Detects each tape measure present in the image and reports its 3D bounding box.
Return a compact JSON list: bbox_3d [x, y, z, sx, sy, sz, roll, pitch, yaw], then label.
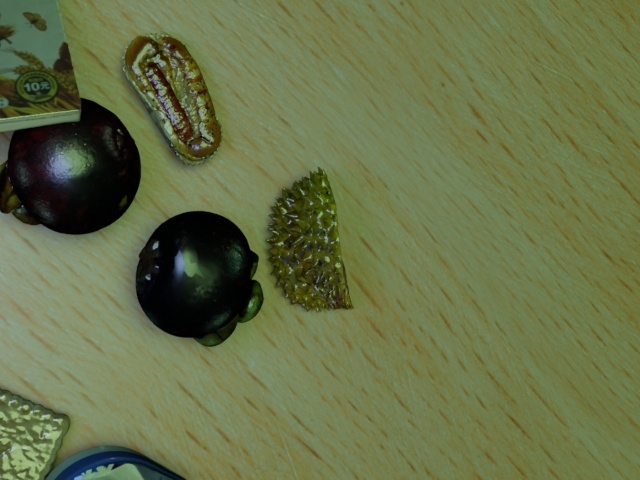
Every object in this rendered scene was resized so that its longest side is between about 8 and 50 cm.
[{"bbox_3d":[-0.352,0.482,1.430,0.262,0.138,0.259,35,75,-16],"label":"tape measure"}]

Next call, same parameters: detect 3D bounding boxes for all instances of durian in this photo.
[{"bbox_3d":[-0.010,0.001,1.583,0.153,0.186,0.261,-13,78,-26],"label":"durian"}]

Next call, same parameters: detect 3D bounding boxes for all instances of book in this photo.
[{"bbox_3d":[-0.565,-0.343,1.362,0.300,0.039,0.428,-12,63,-17],"label":"book"}]

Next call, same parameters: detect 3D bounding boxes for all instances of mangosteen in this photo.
[{"bbox_3d":[-0.429,-0.115,1.420,0.265,0.228,0.228,-18,93,14],"label":"mangosteen"},{"bbox_3d":[-0.204,0.065,1.481,0.243,0.243,0.243,1,86,-19],"label":"mangosteen"}]

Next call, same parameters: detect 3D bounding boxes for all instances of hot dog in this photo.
[{"bbox_3d":[-0.261,-0.255,1.550,0.131,0.069,0.253,-28,97,-20],"label":"hot dog"}]

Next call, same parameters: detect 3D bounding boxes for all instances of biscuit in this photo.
[{"bbox_3d":[-0.597,0.325,1.404,0.325,0.044,0.217,27,79,-17],"label":"biscuit"}]
